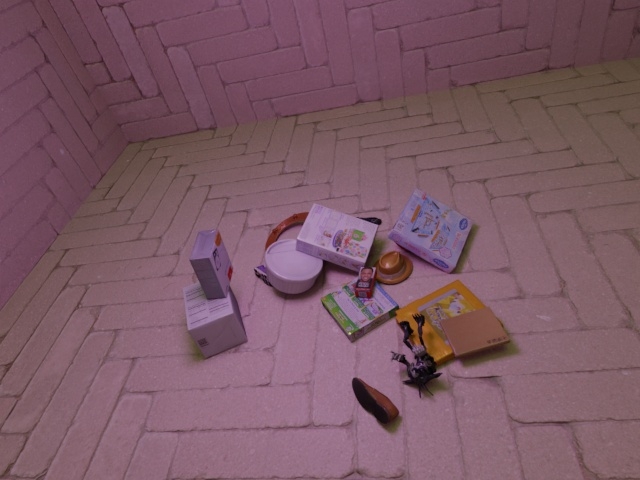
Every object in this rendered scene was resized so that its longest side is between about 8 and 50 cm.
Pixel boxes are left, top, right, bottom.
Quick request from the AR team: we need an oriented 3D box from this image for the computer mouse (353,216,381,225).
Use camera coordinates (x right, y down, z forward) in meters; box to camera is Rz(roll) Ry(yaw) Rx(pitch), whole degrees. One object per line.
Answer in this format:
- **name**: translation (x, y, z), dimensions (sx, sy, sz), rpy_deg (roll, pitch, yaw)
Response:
- **computer mouse**: translation (0.201, -0.040, 2.193), dimensions (0.188, 0.072, 0.272), rpy_deg (-1, 43, 16)

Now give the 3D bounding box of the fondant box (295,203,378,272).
- **fondant box**: translation (0.078, -0.015, 2.035), dimensions (0.330, 0.096, 0.238), rpy_deg (19, 53, 7)

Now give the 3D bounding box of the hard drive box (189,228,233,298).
- **hard drive box**: translation (-0.450, 0.099, 1.821), dimensions (0.089, 0.232, 0.181), rpy_deg (-6, 40, 6)

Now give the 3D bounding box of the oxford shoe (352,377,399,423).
- **oxford shoe**: translation (0.191, 0.559, 1.544), dimensions (0.076, 0.076, 0.212), rpy_deg (-6, 28, -37)

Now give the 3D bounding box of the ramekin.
- **ramekin**: translation (-0.130, 0.126, 2.019), dimensions (0.272, 0.127, 0.273), rpy_deg (8, 41, -7)

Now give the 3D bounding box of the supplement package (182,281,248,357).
- **supplement package**: translation (-0.461, 0.322, 1.902), dimensions (0.198, 0.199, 0.263), rpy_deg (-21, 40, -8)

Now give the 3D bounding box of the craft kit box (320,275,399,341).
- **craft kit box**: translation (0.165, 0.277, 1.865), dimensions (0.246, 0.061, 0.250), rpy_deg (-26, 41, -15)

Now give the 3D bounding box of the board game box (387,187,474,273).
- **board game box**: translation (0.511, -0.052, 2.005), dimensions (0.317, 0.066, 0.319), rpy_deg (31, 54, 7)

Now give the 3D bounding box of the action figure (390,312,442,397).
- **action figure**: translation (0.333, 0.410, 1.562), dimensions (0.164, 0.140, 0.276), rpy_deg (-30, 47, 36)

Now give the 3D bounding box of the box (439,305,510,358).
- **box**: translation (0.567, 0.336, 1.617), dimensions (0.201, 0.021, 0.164), rpy_deg (-17, 41, 2)

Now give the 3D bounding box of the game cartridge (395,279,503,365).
- **game cartridge**: translation (0.491, 0.317, 1.715), dimensions (0.323, 0.053, 0.285), rpy_deg (-24, 41, -10)

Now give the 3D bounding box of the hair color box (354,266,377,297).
- **hair color box**: translation (0.197, 0.180, 1.890), dimensions (0.071, 0.043, 0.141), rpy_deg (1, 43, 20)

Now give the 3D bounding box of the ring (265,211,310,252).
- **ring**: translation (-0.148, -0.032, 2.262), dimensions (0.336, 0.032, 0.337), rpy_deg (-22, 37, 18)

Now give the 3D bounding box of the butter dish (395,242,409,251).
- **butter dish**: translation (0.405, -0.015, 2.074), dimensions (0.160, 0.118, 0.160), rpy_deg (41, 54, -2)

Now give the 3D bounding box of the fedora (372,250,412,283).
- **fedora**: translation (0.322, 0.106, 1.984), dimensions (0.194, 0.079, 0.194), rpy_deg (-9, 41, 8)

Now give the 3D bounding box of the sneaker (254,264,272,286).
- **sneaker**: translation (-0.258, 0.161, 2.124), dimensions (0.071, 0.068, 0.170), rpy_deg (-31, 42, -25)
